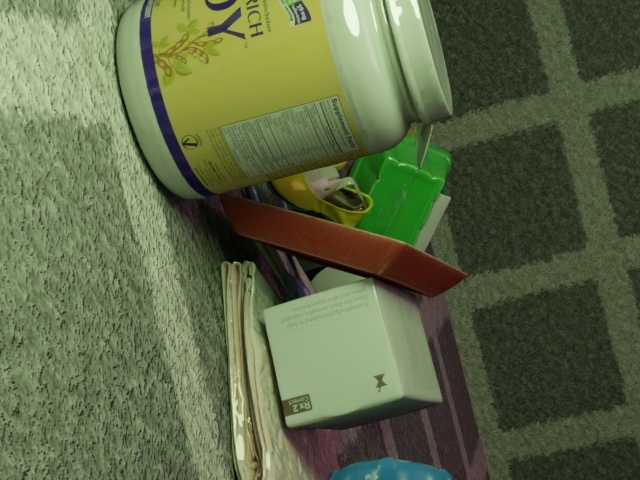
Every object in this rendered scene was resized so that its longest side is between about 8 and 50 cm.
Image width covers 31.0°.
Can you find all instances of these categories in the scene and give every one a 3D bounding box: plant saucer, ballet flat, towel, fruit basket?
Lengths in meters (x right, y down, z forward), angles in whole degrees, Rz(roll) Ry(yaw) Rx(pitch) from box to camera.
[{"bbox_3d":[0.028,0.013,1.465,0.259,0.258,0.047,25,82,-64],"label":"plant saucer"},{"bbox_3d":[0.007,-0.077,1.724,0.231,0.077,0.077,27,38,-55],"label":"ballet flat"},{"bbox_3d":[-0.039,0.226,1.484,0.332,0.053,0.317,56,23,-56],"label":"towel"},{"bbox_3d":[0.121,-0.091,2.025,0.353,0.165,0.327,-82,-164,-73],"label":"fruit basket"}]

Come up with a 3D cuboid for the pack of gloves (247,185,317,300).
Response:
[{"bbox_3d":[-0.033,0.028,1.620,0.232,0.046,0.195,60,6,-28],"label":"pack of gloves"}]

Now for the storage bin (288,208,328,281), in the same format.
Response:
[{"bbox_3d":[0.000,0.000,1.843,0.091,0.098,0.135,16,60,-64],"label":"storage bin"}]

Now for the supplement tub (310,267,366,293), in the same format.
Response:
[{"bbox_3d":[0.063,0.135,1.824,0.199,0.144,0.144,60,19,-52],"label":"supplement tub"}]

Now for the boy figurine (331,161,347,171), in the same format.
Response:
[{"bbox_3d":[-0.018,-0.138,1.869,0.177,0.092,0.285,59,12,11],"label":"boy figurine"}]

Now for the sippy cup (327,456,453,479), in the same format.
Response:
[{"bbox_3d":[0.082,0.386,1.355,0.240,0.305,0.224,20,53,-22],"label":"sippy cup"}]

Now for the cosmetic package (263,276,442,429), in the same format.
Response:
[{"bbox_3d":[0.043,0.147,1.440,0.184,0.151,0.151,26,48,-67],"label":"cosmetic package"}]

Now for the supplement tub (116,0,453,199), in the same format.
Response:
[{"bbox_3d":[-0.035,-0.195,1.302,0.241,0.331,0.241,-14,90,-78],"label":"supplement tub"}]
